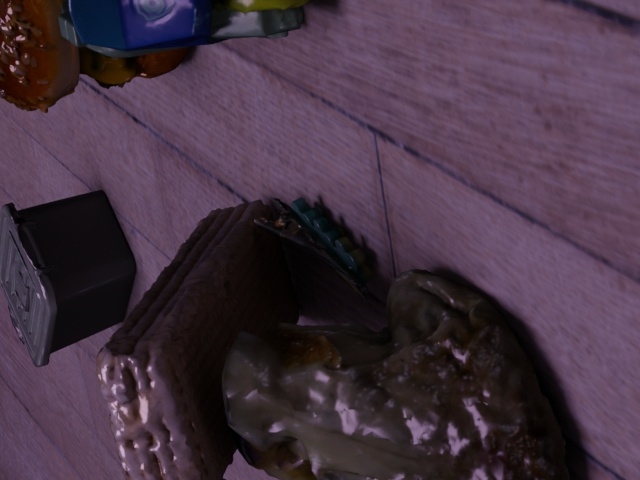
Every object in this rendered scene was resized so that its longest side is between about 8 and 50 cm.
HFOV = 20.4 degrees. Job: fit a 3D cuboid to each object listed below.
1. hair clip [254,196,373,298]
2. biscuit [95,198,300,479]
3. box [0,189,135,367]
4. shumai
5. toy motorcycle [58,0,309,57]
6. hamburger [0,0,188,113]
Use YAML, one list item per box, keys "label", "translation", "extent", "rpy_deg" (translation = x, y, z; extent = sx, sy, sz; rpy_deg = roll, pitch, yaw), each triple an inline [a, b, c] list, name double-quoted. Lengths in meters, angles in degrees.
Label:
- label: "hair clip"
  translation: [0.000, -0.001, 1.572]
  extent: [0.173, 0.049, 0.049]
  rpy_deg: [37, 141, 48]
- label: "biscuit"
  translation: [-0.098, 0.083, 1.537]
  extent: [0.426, 0.078, 0.144]
  rpy_deg: [-66, -38, -70]
- label: "box"
  translation: [-0.332, 0.042, 2.324]
  extent: [0.163, 0.135, 0.243]
  rpy_deg: [62, 157, 20]
- label: "shumai"
  translation: [0.054, 0.162, 1.356]
  extent: [0.272, 0.204, 0.222]
  rpy_deg: [41, 146, 47]
- label: "toy motorcycle"
  translation: [-0.138, -0.235, 1.504]
  extent: [0.326, 0.200, 0.191]
  rpy_deg: [-141, 39, -58]
- label: "hamburger"
  translation: [-0.272, -0.271, 1.776]
  extent: [0.291, 0.225, 0.291]
  rpy_deg: [53, 155, 37]
